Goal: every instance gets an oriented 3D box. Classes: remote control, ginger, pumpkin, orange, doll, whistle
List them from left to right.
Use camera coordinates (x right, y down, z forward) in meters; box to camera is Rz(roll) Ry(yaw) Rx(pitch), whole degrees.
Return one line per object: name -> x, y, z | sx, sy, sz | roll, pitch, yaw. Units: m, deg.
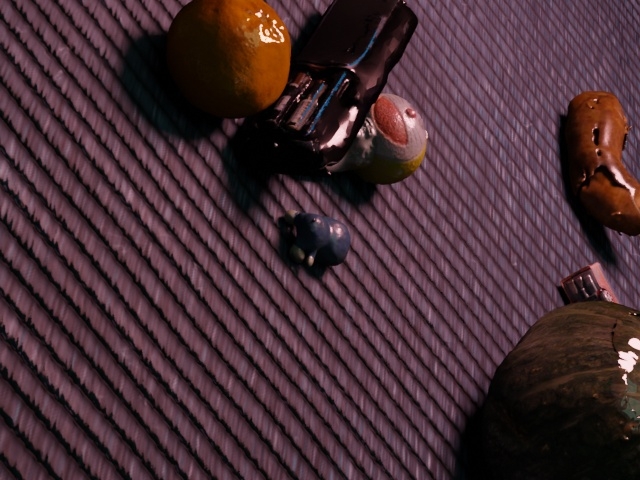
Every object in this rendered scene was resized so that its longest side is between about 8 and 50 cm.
orange -> -0.104, -0.223, 1.721 | 0.159, 0.136, 0.159 | 29, 42, -29
doll -> 0.000, 0.000, 1.755 | 0.083, 0.050, 0.076 | 22, 54, -40
remote control -> 0.012, -0.212, 1.859 | 0.398, 0.145, 0.062 | -63, 153, -49
whistle -> 0.054, -0.130, 1.863 | 0.223, 0.123, 0.122 | -9, 71, -36
ginger -> 0.454, -0.139, 2.325 | 0.133, 0.107, 0.309 | 15, 49, -25
pumpkin -> 0.356, 0.236, 1.820 | 0.291, 0.257, 0.327 | 51, 42, -20

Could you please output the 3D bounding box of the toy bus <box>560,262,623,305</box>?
toy bus -> 0.428, 0.127, 2.137 | 0.192, 0.065, 0.077 | 61, 30, 4
